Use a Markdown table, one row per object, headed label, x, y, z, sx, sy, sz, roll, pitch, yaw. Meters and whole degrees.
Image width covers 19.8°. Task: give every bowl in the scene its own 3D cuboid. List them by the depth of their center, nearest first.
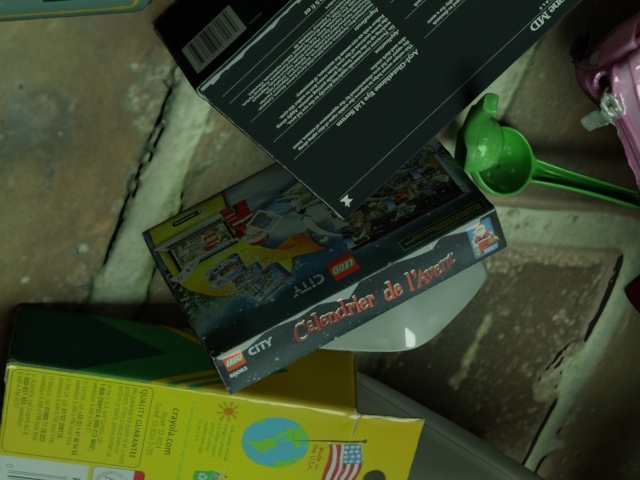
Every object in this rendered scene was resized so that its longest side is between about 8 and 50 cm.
| label | x | y | z | sx | sy | sz | roll | pitch | yaw |
| --- | --- | --- | --- | --- | --- | --- | --- | --- | --- |
| bowl | 0.045 | 0.030 | 1.425 | 0.142 | 0.142 | 0.053 | -43 | 127 | -47 |

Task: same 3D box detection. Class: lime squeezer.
| label | x | y | z | sx | sy | sz | roll | pitch | yaw |
| --- | --- | --- | --- | --- | --- | --- | --- | --- | --- |
| lime squeezer | 0.149 | -0.063 | 1.431 | 0.310 | 0.110 | 0.059 | 24 | 91 | -57 |

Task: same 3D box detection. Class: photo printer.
| label | x | y | z | sx | sy | sz | roll | pitch | yaw |
| --- | --- | --- | --- | --- | --- | --- | --- | --- | --- |
| photo printer | 0.142 | 0.233 | 1.536 | 0.256 | 0.307 | 0.107 | 34 | 86 | -42 |

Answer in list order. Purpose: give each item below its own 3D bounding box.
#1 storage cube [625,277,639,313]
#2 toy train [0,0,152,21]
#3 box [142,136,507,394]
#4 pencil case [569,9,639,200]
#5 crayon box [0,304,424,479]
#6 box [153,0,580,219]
| label | x | y | z | sx | sy | sz | roll | pitch | yaw |
| --- | --- | --- | --- | --- | --- | --- | --- | --- | --- |
| storage cube | 0.423 | 0.090 | 1.658 | 0.215 | 0.193 | 0.183 | -39 | 134 | 5 |
| toy train | -0.203 | -0.214 | 1.120 | 0.334 | 0.142 | 0.190 | -9 | 141 | -25 |
| box | 0.000 | 0.000 | 1.376 | 0.233 | 0.159 | 0.044 | -28 | 134 | -6 |
| pencil case | 0.329 | -0.004 | 1.434 | 0.167 | 0.160 | 0.386 | -22 | 98 | 7 |
| crayon box | -0.095 | 0.173 | 1.442 | 0.318 | 0.081 | 0.202 | 10 | 123 | -7 |
| box | 0.043 | -0.169 | 1.304 | 0.261 | 0.103 | 0.184 | -43 | 131 | 7 |
